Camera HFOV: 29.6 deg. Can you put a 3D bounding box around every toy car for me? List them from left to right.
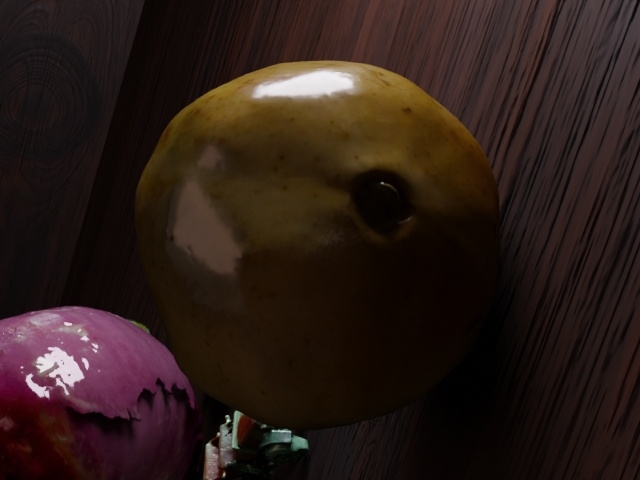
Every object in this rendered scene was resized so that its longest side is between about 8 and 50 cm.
[{"bbox_3d":[-0.054,0.167,1.011,0.143,0.054,0.073,126,152,-52],"label":"toy car"}]

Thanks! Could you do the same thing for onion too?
[{"bbox_3d":[-0.302,0.231,1.213,0.345,0.358,0.358,7,81,36],"label":"onion"}]

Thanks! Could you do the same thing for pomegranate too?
[{"bbox_3d":[0.001,-0.002,0.719,0.233,0.233,0.233,-166,90,-73],"label":"pomegranate"}]

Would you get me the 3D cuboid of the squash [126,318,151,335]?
[{"bbox_3d":[-0.268,0.188,1.630,0.105,0.105,0.132,-60,36,41],"label":"squash"}]
